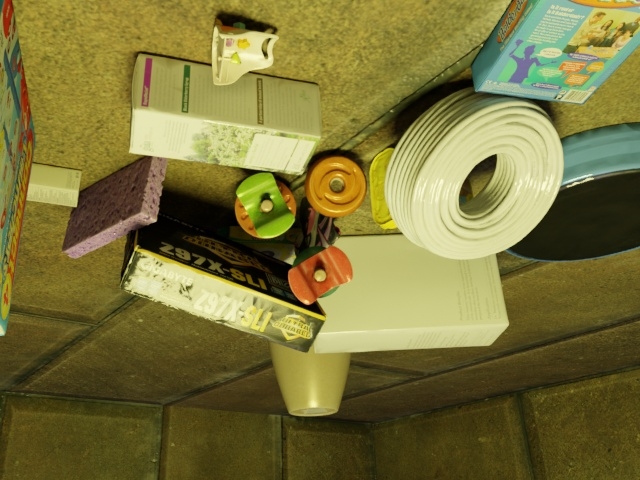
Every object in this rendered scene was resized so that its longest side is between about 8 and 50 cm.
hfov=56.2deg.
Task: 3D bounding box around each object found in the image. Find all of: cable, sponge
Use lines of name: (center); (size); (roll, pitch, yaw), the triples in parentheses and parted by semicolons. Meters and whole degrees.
cable: (0.221, -0.087, 0.856); (0.257, 0.089, 0.257); (-32, 129, -4)
sponge: (-0.334, -0.054, 0.964); (0.210, 0.117, 0.031); (-20, 145, 32)

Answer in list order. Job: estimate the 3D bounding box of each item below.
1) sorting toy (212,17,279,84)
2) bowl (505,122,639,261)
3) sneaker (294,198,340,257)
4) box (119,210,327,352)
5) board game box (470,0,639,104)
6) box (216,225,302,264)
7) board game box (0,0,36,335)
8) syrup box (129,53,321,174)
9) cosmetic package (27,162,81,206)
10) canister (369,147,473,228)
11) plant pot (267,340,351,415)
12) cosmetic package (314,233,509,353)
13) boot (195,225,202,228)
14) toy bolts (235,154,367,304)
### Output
sorting toy: (-0.089, -0.229, 0.718); (0.075, 0.045, 0.083); (-3, 155, -17)
bowl: (0.494, -0.064, 1.075); (0.391, 0.077, 0.391); (-2, 154, -1)
sneaker: (0.000, 0.000, 1.128); (0.077, 0.072, 0.178); (-5, 135, -17)
box: (-0.171, 0.059, 1.024); (0.322, 0.257, 0.079); (23, 102, -20)
board game box: (0.296, -0.249, 0.701); (0.160, 0.047, 0.210); (4, 154, -13)
box: (-0.119, 0.011, 1.212); (0.179, 0.043, 0.105); (3, 154, -7)
board game box: (-0.405, -0.080, 0.686); (0.086, 0.308, 0.302); (4, 154, -18)
syrup box: (-0.125, -0.161, 0.788); (0.237, 0.096, 0.093); (6, 151, -17)
cosmetic package: (-0.448, -0.092, 0.964); (0.115, 0.041, 0.060); (9, 153, -23)
canister: (0.170, -0.069, 0.977); (0.170, 0.126, 0.073); (12, 154, -33)
plant pot: (-0.022, 0.317, 1.593); (0.256, 0.274, 0.256); (-3, 154, -1)
cosmetic package: (0.169, 0.109, 1.249); (0.385, 0.217, 0.156); (-2, 154, 1)
boot: (-0.212, 0.026, 1.177); (0.099, 0.045, 0.121); (35, 159, 6)
toy bolts: (-0.013, -0.020, 1.011); (0.218, 0.228, 0.158); (-24, -178, -4)
